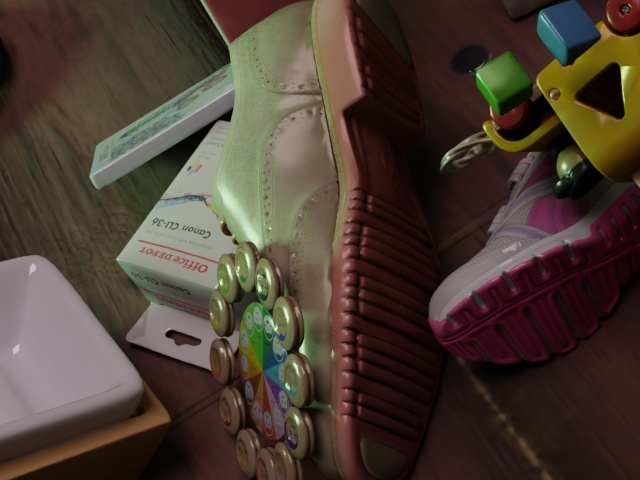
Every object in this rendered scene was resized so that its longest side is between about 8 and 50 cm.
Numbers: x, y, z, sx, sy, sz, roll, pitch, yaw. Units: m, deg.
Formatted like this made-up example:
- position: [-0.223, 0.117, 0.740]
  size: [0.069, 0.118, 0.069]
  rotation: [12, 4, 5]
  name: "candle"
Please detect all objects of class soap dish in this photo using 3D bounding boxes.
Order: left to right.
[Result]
- position: [-0.290, 0.135, 1.074]
  size: [0.291, 0.118, 0.229]
  rotation: [-18, 39, -27]
  name: "soap dish"

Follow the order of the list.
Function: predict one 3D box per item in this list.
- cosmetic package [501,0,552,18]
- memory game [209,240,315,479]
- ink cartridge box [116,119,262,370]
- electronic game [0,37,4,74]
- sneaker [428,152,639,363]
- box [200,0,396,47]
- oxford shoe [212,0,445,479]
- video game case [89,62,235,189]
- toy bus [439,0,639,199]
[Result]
- position: [0.184, -0.396, 1.313]
  size: [0.197, 0.155, 0.365]
  rotation: [-24, 44, 8]
  name: "cosmetic package"
- position: [-0.045, 0.092, 1.016]
  size: [0.012, 0.186, 0.186]
  rotation: [-7, 38, -24]
  name: "memory game"
- position: [-0.082, 0.001, 1.179]
  size: [0.115, 0.067, 0.198]
  rotation: [14, 60, 36]
  name: "ink cartridge box"
- position: [-0.435, -0.154, 1.523]
  size: [0.229, 0.048, 0.229]
  rotation: [-16, 48, 18]
  name: "electronic game"
- position: [0.175, -0.008, 1.031]
  size: [0.252, 0.103, 0.111]
  rotation: [-33, 42, -12]
  name: "sneaker"
- position: [-0.026, -0.229, 1.229]
  size: [0.127, 0.232, 0.148]
  rotation: [-19, 46, 13]
  name: "box"
- position: [0.000, 0.000, 1.069]
  size: [0.146, 0.140, 0.397]
  rotation: [-15, 60, 27]
  name: "oxford shoe"
- position: [-0.135, -0.106, 1.291]
  size: [0.157, 0.019, 0.143]
  rotation: [-31, 15, 2]
  name: "video game case"
- position: [0.196, -0.083, 0.939]
  size: [0.191, 0.202, 0.104]
  rotation: [-27, 73, -15]
  name: "toy bus"
